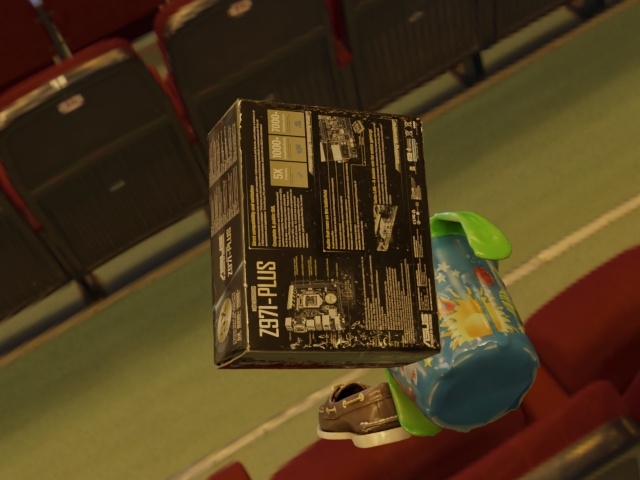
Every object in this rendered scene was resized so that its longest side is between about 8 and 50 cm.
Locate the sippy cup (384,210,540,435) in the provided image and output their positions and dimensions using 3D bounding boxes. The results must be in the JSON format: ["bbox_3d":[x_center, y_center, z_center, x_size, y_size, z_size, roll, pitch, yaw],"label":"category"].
[{"bbox_3d":[0.175,0.128,1.430,0.240,0.305,0.224,-30,43,0],"label":"sippy cup"}]

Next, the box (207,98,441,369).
[{"bbox_3d":[0.000,0.000,0.761,0.147,0.077,0.180,2,75,-23],"label":"box"}]

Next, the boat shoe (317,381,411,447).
[{"bbox_3d":[0.063,0.287,1.783,0.117,0.096,0.324,-12,-3,-15],"label":"boat shoe"}]
